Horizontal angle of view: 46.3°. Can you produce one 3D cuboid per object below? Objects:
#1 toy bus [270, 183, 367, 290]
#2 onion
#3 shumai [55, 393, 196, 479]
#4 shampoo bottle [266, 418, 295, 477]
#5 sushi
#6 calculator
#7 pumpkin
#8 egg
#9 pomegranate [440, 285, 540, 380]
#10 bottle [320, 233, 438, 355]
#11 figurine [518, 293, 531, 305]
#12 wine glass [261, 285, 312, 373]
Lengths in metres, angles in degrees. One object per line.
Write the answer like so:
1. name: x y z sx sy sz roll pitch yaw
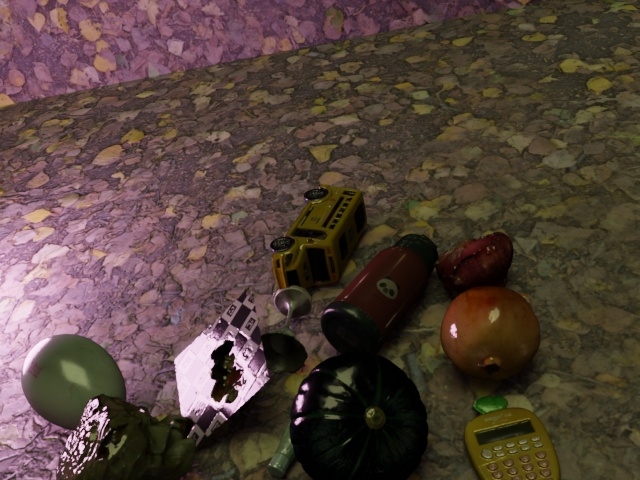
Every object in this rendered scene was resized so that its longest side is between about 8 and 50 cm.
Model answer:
1. toy bus: 0.000 0.000 1.839 0.151 0.145 0.331 5 38 22
2. onion: 0.350 0.063 1.654 0.184 0.147 0.184 -30 -6 -3
3. shumai: -0.348 0.395 1.370 0.218 0.189 0.256 20 0 -27
4. shampoo bottle: -0.043 0.367 1.430 0.069 0.041 0.191 13 42 24
5. sushi: -0.193 0.272 1.554 0.264 0.050 0.290 -45 34 16
6. calculator: 0.332 0.366 1.317 0.146 0.032 0.235 -13 36 0
7. pumpkin: 0.058 0.328 1.329 0.248 0.248 0.248 -9 35 6
8. egg: -0.510 0.298 1.558 0.264 0.183 0.183 25 50 33
9. pomegranate: 0.329 0.183 1.454 0.191 0.191 0.191 -9 35 6
10. bottle: 0.149 0.108 1.646 0.144 0.144 0.336 15 42 34
11. figurine: 0.411 0.149 1.575 0.047 0.064 0.109 -16 18 35
12. wine glass: -0.076 0.188 1.634 0.122 0.122 0.183 -6 33 11
